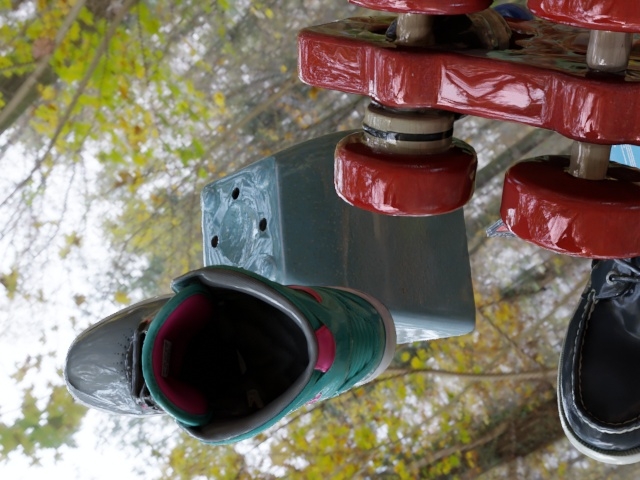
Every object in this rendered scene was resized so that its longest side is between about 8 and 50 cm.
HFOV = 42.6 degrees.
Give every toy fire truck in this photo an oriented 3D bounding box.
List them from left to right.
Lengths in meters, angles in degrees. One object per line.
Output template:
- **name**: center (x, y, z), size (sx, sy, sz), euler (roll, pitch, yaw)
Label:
- **toy fire truck**: center (0.152, -0.120, 0.580), size (0.302, 0.169, 0.254), euler (15, -155, 30)

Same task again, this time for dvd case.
- **dvd case**: center (0.295, -0.033, 1.123), size (0.087, 0.119, 0.013), euler (1, -112, -24)

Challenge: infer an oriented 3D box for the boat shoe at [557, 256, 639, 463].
- **boat shoe**: center (0.288, 0.017, 0.675), size (0.127, 0.340, 0.113), euler (25, 155, 35)

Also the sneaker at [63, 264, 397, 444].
- **sneaker**: center (-0.104, 0.091, 0.624), size (0.178, 0.295, 0.124), euler (17, -116, -70)

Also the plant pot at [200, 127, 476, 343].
- **plant pot**: center (0.000, 0.000, 0.980), size (0.252, 0.247, 0.247), euler (7, -107, -42)

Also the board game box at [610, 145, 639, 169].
- **board game box**: center (0.630, -0.129, 1.304), size (0.336, 0.079, 0.254), euler (19, 155, 42)
